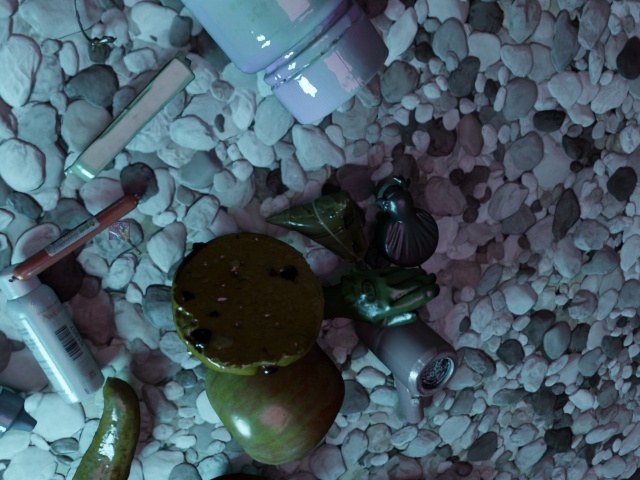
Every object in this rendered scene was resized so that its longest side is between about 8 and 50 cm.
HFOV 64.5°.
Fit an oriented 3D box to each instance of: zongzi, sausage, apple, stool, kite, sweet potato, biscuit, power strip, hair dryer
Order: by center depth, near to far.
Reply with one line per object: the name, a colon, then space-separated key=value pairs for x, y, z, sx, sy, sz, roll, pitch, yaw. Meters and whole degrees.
power strip: x=-0.321 y=-0.206 z=0.862 sx=0.286 sy=0.080 sz=0.048 roll=-46 pitch=115 yaw=-3
sausage: x=-0.416 y=-0.007 z=0.873 sx=0.253 sy=0.034 sz=0.034 roll=-41 pitch=114 yaw=-25
biscuit: x=-0.132 y=0.110 z=0.926 sx=0.296 sy=0.295 sz=0.075 roll=-8 pitch=146 yaw=-17
kite: x=-0.368 y=-0.002 z=0.940 sx=0.044 sy=0.002 sz=0.077 roll=-19 pitch=108 yaw=-14
apple: x=-0.082 y=0.288 z=0.977 sx=0.234 sy=0.257 sz=0.256 roll=-33 pitch=112 yaw=-13
sweet potato: x=-0.420 y=0.431 z=0.981 sx=0.114 sy=0.092 sz=0.341 roll=24 pitch=86 yaw=-53
zongzi: x=0.000 y=0.000 z=1.045 sx=0.178 sy=0.081 sz=0.188 roll=-17 pitch=124 yaw=8
stool: x=0.163 y=-0.035 z=1.051 sx=0.125 sy=0.121 sz=0.217 roll=-28 pitch=113 yaw=-9
hair dryer: x=0.205 y=0.307 z=1.124 sx=0.126 sy=0.210 sz=0.352 roll=-28 pitch=126 yaw=-16

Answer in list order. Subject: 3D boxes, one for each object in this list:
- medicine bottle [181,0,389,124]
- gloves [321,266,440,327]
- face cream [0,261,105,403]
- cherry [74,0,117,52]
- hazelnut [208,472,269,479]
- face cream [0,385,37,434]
medicine bottle: x=-0.052 y=-0.368 z=0.826 sx=0.241 sy=0.241 sz=0.302 roll=-44 pitch=113 yaw=-4
gloves: x=0.104 y=0.113 z=1.017 sx=0.268 sy=0.107 sz=0.135 roll=-14 pitch=98 yaw=20
face cream: x=-0.481 y=0.162 z=0.899 sx=0.082 sy=0.082 sz=0.268 roll=-24 pitch=111 yaw=-12
cherry: x=-0.380 y=-0.421 z=0.790 sx=0.107 sy=0.090 sz=0.225 roll=-35 pitch=126 yaw=-12
hazelnut: x=-0.183 y=0.600 z=1.078 sx=0.181 sy=0.181 sz=0.211 roll=20 pitch=96 yaw=6
face cream: x=-0.633 y=0.251 z=0.864 sx=0.311 sy=0.092 sz=0.092 roll=37 pitch=90 yaw=-24
